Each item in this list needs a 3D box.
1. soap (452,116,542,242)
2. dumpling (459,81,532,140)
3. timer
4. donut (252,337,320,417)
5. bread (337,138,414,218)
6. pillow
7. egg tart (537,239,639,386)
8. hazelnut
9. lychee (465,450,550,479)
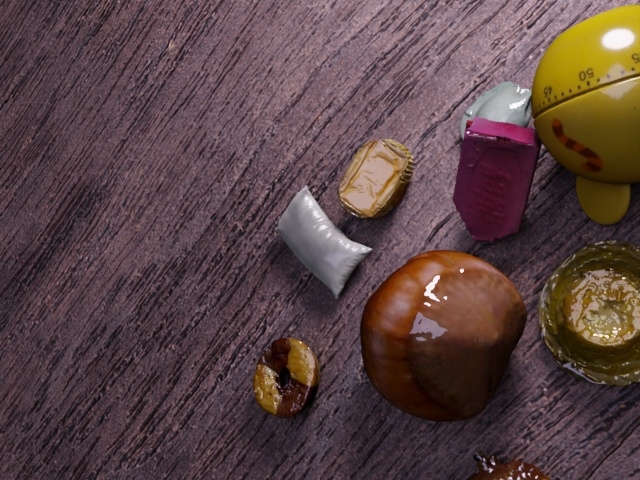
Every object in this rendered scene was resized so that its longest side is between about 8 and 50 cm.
[{"bbox_3d":[0.365,-0.119,1.680,0.162,0.099,0.250,9,122,9],"label":"soap"},{"bbox_3d":[0.385,-0.241,1.761,0.149,0.104,0.217,-142,68,-69],"label":"dumpling"},{"bbox_3d":[0.588,-0.234,1.531,0.376,0.376,0.387,-18,86,22],"label":"timer"},{"bbox_3d":[-0.072,0.320,1.876,0.166,0.073,0.184,6,83,26],"label":"donut"},{"bbox_3d":[0.131,-0.142,1.851,0.132,0.114,0.191,37,106,17],"label":"bread"},{"bbox_3d":[0.001,0.000,1.901,0.144,0.078,0.254,-49,63,10],"label":"pillow"},{"bbox_3d":[0.565,0.139,1.577,0.294,0.116,0.295,-5,78,23],"label":"egg tart"},{"bbox_3d":[0.235,0.183,1.638,0.372,0.315,0.372,-33,36,27],"label":"hazelnut"},{"bbox_3d":[0.367,0.519,1.558,0.200,0.200,0.238,-31,80,18],"label":"lychee"}]
